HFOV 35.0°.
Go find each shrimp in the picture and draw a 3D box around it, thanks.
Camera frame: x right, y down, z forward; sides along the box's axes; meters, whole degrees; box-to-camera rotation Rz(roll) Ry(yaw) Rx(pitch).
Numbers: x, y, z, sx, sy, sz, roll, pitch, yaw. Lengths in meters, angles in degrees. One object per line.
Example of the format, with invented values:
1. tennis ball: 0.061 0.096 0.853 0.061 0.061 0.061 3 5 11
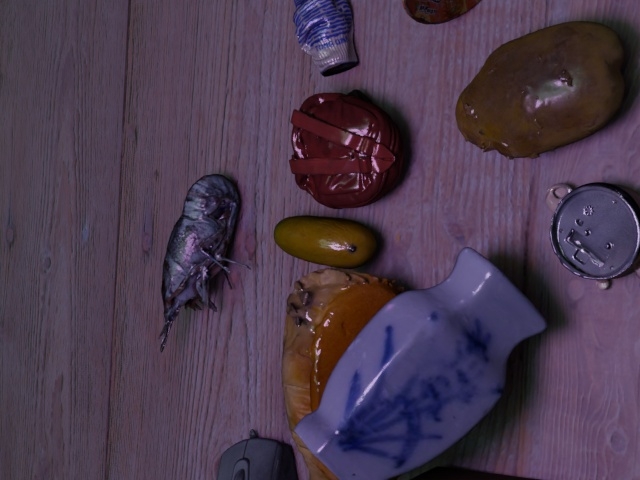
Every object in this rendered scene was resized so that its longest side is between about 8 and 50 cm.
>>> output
1. shrimp: -0.235 0.051 2.028 0.172 0.137 0.372 15 98 53

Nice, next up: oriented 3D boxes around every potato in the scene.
1. potato: 0.342 -0.232 1.606 0.296 0.141 0.191 -23 73 37

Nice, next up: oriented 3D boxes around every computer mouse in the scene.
1. computer mouse: -0.117 0.550 1.959 0.188 0.122 0.370 -20 74 34

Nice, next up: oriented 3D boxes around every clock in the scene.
1. clock: 0.435 -0.012 1.580 0.229 0.063 0.155 45 114 30

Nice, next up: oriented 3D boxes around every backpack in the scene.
1. backpack: 0.050 -0.160 1.821 0.229 0.139 0.229 0 90 38

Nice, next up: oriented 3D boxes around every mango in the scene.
1. mango: -0.003 0.000 1.860 0.237 0.137 0.091 7 91 37

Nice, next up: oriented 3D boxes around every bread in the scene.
1. bread: 0.063 0.239 1.766 0.183 0.236 0.388 8 107 55

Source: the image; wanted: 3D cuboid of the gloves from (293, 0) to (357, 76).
1. gloves: 0.006 -0.416 1.896 0.119 0.097 0.229 -19 71 5

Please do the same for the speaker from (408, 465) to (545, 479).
1. speaker: 0.259 0.465 1.633 0.231 0.192 0.153 0 90 33

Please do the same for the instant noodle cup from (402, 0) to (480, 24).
1. instant noodle cup: 0.186 -0.485 1.695 0.205 0.205 0.153 -50 56 25

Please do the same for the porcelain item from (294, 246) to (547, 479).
1. porcelain item: 0.156 0.214 1.619 0.405 0.178 0.242 -45 105 -1
